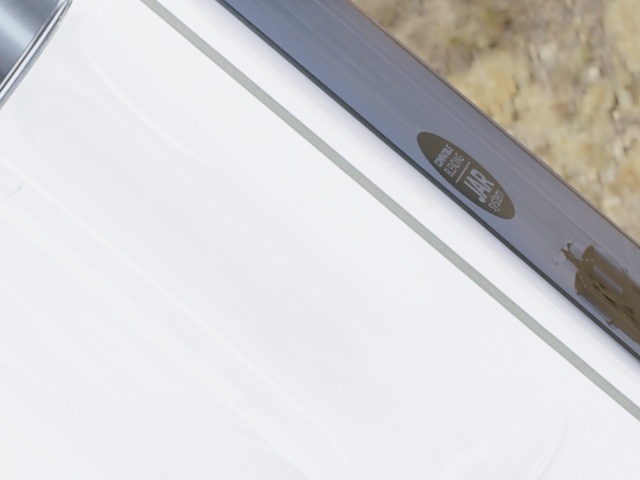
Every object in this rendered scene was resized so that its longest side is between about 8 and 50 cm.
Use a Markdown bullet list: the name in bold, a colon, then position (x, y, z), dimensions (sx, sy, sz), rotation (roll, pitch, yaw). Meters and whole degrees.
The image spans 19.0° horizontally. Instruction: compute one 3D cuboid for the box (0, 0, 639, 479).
- **box**: position (-0.042, 0.015, 0.455), dimensions (0.169, 0.290, 0.087), rotation (-51, 0, 22)
